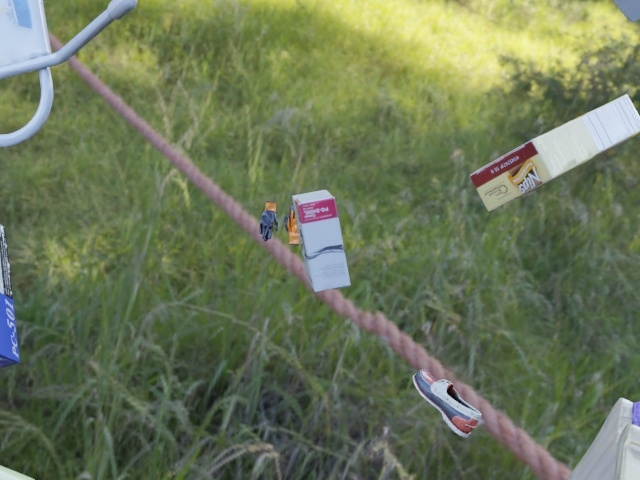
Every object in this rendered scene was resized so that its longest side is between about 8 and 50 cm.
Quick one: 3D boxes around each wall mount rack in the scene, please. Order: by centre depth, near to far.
[{"bbox_3d":[-0.326,-0.286,0.919,0.304,0.350,0.130,-12,-6,10],"label":"wall mount rack"}]

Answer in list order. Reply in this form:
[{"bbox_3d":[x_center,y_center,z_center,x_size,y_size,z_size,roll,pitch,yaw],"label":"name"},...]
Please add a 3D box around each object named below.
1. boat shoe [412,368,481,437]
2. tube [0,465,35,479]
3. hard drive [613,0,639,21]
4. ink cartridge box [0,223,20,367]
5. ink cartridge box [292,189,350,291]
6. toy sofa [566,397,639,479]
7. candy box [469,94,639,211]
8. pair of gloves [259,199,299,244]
[{"bbox_3d":[0.189,0.235,1.334,0.049,0.043,0.137,14,23,-39],"label":"boat shoe"},{"bbox_3d":[-0.401,0.215,0.868,0.240,0.070,0.062,26,-5,-12],"label":"tube"},{"bbox_3d":[0.415,-0.499,1.401,0.203,0.040,0.308,36,35,-33],"label":"hard drive"},{"bbox_3d":[-0.458,0.063,1.204,0.046,0.207,0.097,-15,-21,4],"label":"ink cartridge box"},{"bbox_3d":[0.000,0.000,1.468,0.063,0.150,0.109,-11,11,-6],"label":"ink cartridge box"},{"bbox_3d":[0.309,0.349,0.930,0.150,0.363,0.177,24,37,7],"label":"toy sofa"},{"bbox_3d":[0.462,-0.171,1.730,0.316,0.183,0.088,-26,88,-35],"label":"candy box"},{"bbox_3d":[-0.070,-0.031,1.590,0.083,0.074,0.010,8,4,18],"label":"pair of gloves"}]
